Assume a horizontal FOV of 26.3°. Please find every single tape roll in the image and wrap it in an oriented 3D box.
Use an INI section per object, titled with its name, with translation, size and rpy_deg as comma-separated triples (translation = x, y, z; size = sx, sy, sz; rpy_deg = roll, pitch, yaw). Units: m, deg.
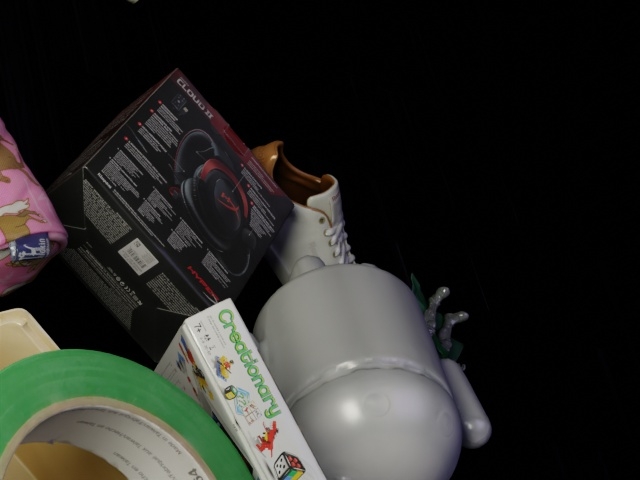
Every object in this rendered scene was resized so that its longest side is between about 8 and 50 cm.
[tape roll]
translation = -0.169, 0.242, 1.039
size = 0.321, 0.077, 0.321
rpy_deg = 30, 42, -32

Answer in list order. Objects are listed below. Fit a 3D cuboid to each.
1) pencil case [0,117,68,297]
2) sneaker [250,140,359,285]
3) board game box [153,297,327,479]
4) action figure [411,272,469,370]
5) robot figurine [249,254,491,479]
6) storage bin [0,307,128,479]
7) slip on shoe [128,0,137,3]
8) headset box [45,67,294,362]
[pencil case]
translation = -0.380, -0.120, 1.248
size = 0.160, 0.167, 0.386
rpy_deg = -26, 82, -24
[sneaker]
translation = 0.000, 0.000, 1.708
size = 0.290, 0.123, 0.106
rpy_deg = 48, 30, -18
[board game box]
translation = -0.085, 0.180, 1.288
size = 0.053, 0.305, 0.193
rpy_deg = -26, 82, -18
[action figure]
translation = 0.145, 0.158, 1.833
size = 0.137, 0.063, 0.232
rpy_deg = 49, 35, -19
[robot figurine]
translation = 0.038, 0.165, 1.491
size = 0.300, 0.199, 0.353
rpy_deg = 6, 35, -15
[storage bin]
translation = -0.271, 0.224, 1.118
size = 0.260, 0.123, 0.262
rpy_deg = 52, 32, -10
[slip on shoe]
translation = -0.222, -0.439, 1.804
size = 0.101, 0.123, 0.331
rpy_deg = 40, 40, -21
[headset box]
translation = -0.164, -0.041, 1.522
size = 0.218, 0.110, 0.293
rpy_deg = 49, 32, -14
